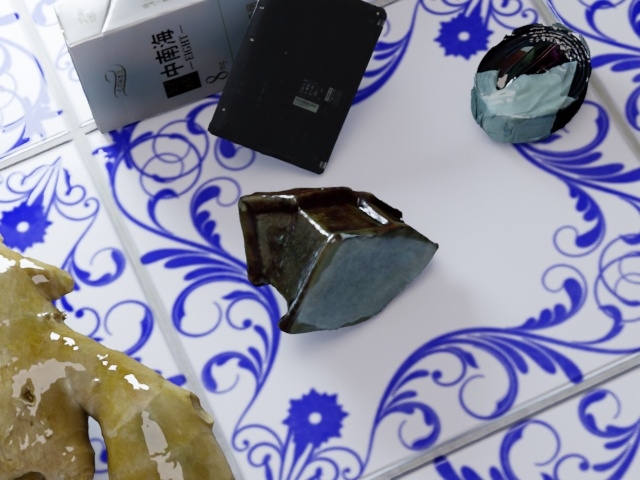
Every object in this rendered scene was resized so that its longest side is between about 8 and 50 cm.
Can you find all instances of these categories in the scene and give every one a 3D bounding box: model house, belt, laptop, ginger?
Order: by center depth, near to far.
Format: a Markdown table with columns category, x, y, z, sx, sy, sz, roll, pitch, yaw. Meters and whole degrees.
| category | x | y | z | sx | sy | sz | roll | pitch | yaw |
| --- | --- | --- | --- | --- | --- | --- | --- | --- | --- |
| ginger | -0.250 | 0.137 | 1.663 | 0.363 | 0.122 | 0.348 | -6 | 66 | 16 |
| model house | 0.006 | -0.001 | 1.735 | 0.165 | 0.106 | 0.152 | -6 | 36 | -38 |
| laptop | -0.023 | -0.168 | 1.789 | 0.129 | 0.016 | 0.180 | 19 | 99 | -15 |
| belt | 0.213 | -0.157 | 1.814 | 0.140 | 0.058 | 0.105 | -38 | 67 | -19 |

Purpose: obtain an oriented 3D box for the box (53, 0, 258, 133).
| category | x | y | z | sx | sy | sz | roll | pitch | yaw |
| --- | --- | --- | --- | --- | --- | --- | --- | --- | --- |
| box | -0.136 | -0.213 | 1.838 | 0.243 | 0.155 | 0.067 | -19 | 56 | -6 |
